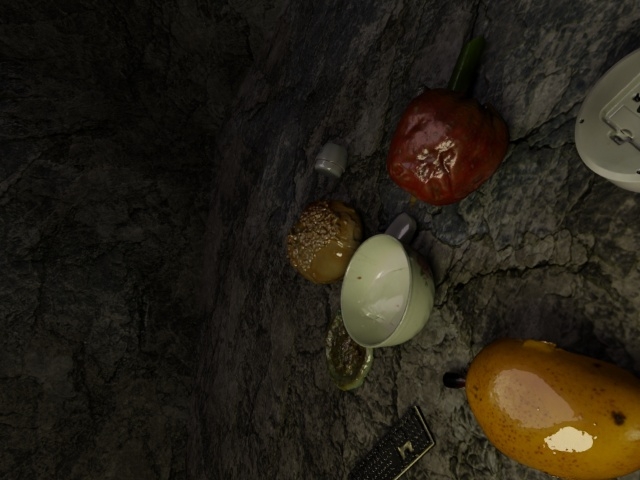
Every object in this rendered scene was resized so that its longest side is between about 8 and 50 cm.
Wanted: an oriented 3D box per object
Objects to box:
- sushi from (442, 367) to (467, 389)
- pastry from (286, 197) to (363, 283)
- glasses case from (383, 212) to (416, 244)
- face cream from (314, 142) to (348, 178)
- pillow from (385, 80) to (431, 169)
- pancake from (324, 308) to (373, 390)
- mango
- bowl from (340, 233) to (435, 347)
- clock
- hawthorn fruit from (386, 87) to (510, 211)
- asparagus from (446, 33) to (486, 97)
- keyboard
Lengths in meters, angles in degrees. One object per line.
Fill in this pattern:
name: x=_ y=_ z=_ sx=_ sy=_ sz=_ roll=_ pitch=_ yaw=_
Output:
sushi: x=0.289 y=0.287 z=0.865 sx=0.083 sy=0.045 sz=0.044 roll=-23 pitch=57 yaw=56
pastry: x=0.000 y=0.000 z=1.375 sx=0.315 sy=0.184 sz=0.285 roll=-23 pitch=59 yaw=56
glasses case: x=0.199 y=0.011 z=1.153 sx=0.194 sy=0.049 sz=0.074 roll=-59 pitch=32 yaw=26
face cream: x=0.041 y=-0.287 z=1.508 sx=0.117 sy=0.117 sz=0.104 roll=13 pitch=80 yaw=62
pillow: x=0.254 y=-0.277 z=1.104 sx=0.059 sy=0.169 sz=0.255 roll=24 pitch=99 yaw=31
pancake: x=0.078 y=0.318 z=1.241 sx=0.253 sy=0.037 sz=0.254 roll=-36 pitch=47 yaw=50
mango: x=0.362 y=0.261 z=0.645 sx=0.290 sy=0.159 sz=0.191 roll=-4 pitch=67 yaw=51
bowl: x=0.180 y=0.132 z=1.032 sx=0.277 sy=0.145 sz=0.277 roll=-35 pitch=46 yaw=48
clock: x=0.521 y=-0.190 z=0.636 sx=0.230 sy=0.083 sz=0.231 roll=-38 pitch=45 yaw=52
hawthorn fruit: x=0.273 y=-0.205 z=0.929 sx=0.261 sy=0.258 sz=0.258 roll=-43 pitch=33 yaw=1
asparagus: x=0.346 y=-0.380 z=1.059 sx=0.067 sy=0.059 sz=0.278 roll=-150 pitch=77 yaw=-71
keyboard: x=0.160 y=0.528 z=1.008 sx=0.317 sy=0.027 sz=0.106 roll=-60 pitch=32 yaw=27
